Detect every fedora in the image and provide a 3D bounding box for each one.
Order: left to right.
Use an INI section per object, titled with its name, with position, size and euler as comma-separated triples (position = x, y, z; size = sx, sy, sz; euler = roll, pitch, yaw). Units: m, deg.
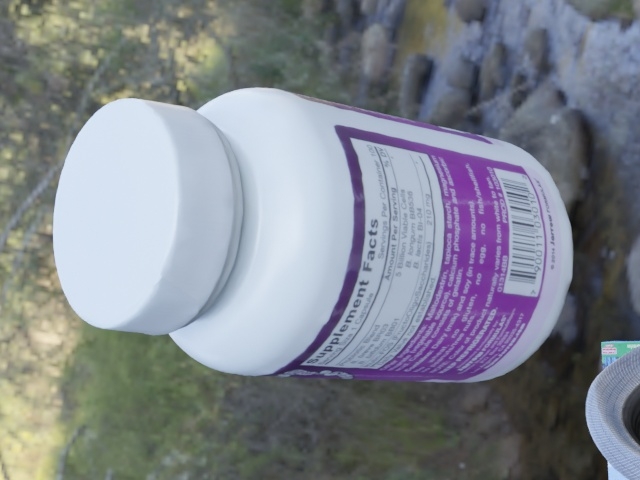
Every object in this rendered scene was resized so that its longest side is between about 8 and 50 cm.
[fedora]
position = 0.388, 0.195, 1.167
size = 0.275, 0.243, 0.124
euler = 27, 140, 61

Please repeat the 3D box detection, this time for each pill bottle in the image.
[pill bottle]
position = 0.000, 0.000, 0.767
size = 0.169, 0.301, 0.169
euler = -10, 76, 48

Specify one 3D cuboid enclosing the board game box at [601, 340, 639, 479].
[board game box]
position = 0.474, 0.246, 1.772
size = 0.160, 0.039, 0.211
euler = -7, 85, 50
